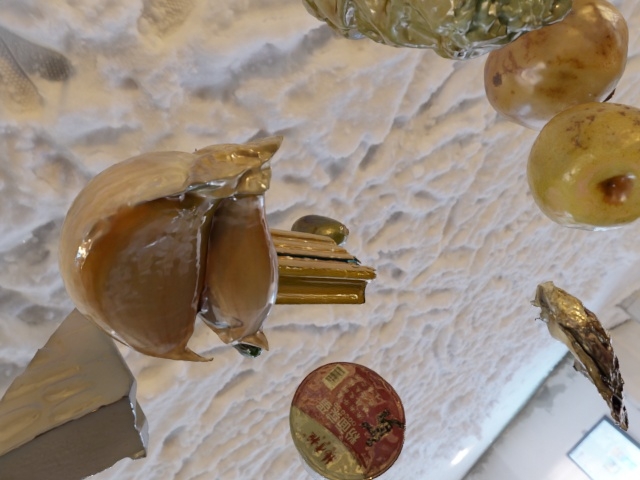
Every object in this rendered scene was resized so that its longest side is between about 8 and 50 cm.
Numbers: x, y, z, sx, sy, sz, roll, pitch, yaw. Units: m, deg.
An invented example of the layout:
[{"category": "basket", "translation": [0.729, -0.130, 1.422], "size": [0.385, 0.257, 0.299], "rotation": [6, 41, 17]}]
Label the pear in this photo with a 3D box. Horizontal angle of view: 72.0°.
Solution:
[{"category": "pear", "translation": [0.359, -0.099, 0.578], "size": [0.177, 0.178, 0.178], "rotation": [-25, 138, -24]}]

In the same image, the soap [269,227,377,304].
[{"category": "soap", "translation": [-0.056, 0.056, 0.962], "size": [0.324, 0.204, 0.096], "rotation": [7, 111, -38]}]

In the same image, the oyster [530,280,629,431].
[{"category": "oyster", "translation": [0.569, 0.240, 0.937], "size": [0.100, 0.275, 0.271], "rotation": [-30, 134, 4]}]

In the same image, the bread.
[{"category": "bread", "translation": [0.077, -0.232, 0.356], "size": [0.152, 0.267, 0.130], "rotation": [-40, 130, -6]}]

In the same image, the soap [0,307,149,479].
[{"category": "soap", "translation": [-0.470, 0.273, 0.759], "size": [0.257, 0.302, 0.159], "rotation": [-22, 131, -32]}]

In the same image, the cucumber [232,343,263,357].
[{"category": "cucumber", "translation": [-0.235, 0.223, 1.153], "size": [0.074, 0.241, 0.075], "rotation": [-39, 149, -29]}]

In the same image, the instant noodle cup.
[{"category": "instant noodle cup", "translation": [0.045, 0.401, 0.924], "size": [0.234, 0.235, 0.179], "rotation": [-23, 147, -25]}]

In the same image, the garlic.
[{"category": "garlic", "translation": [-0.166, 0.013, 0.588], "size": [0.286, 0.249, 0.313], "rotation": [-63, 169, -52]}]

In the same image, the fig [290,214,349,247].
[{"category": "fig", "translation": [0.000, 0.000, 1.249], "size": [0.165, 0.154, 0.144], "rotation": [-14, 157, 31]}]

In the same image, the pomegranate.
[{"category": "pomegranate", "translation": [0.390, -0.291, 0.734], "size": [0.215, 0.215, 0.216], "rotation": [-25, 138, -24]}]
